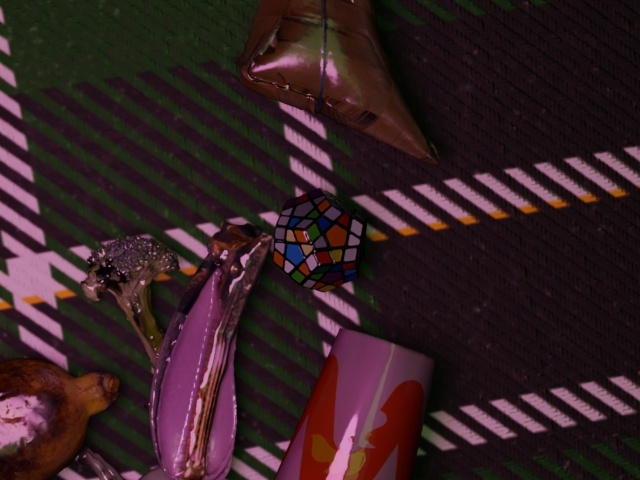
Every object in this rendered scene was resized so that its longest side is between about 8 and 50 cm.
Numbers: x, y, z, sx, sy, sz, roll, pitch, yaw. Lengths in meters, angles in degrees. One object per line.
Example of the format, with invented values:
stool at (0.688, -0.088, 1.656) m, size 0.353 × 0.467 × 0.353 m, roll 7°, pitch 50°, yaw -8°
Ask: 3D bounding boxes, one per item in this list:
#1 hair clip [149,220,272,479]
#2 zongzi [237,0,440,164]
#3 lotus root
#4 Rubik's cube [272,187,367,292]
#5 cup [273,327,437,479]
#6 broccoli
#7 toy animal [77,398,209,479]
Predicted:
hair clip at (-0.139, 0.143, 1.559) m, size 0.095 × 0.110 × 0.359 m, roll 13°, pitch 81°, yaw 23°
zongzi at (0.061, -0.266, 1.582) m, size 0.289 × 0.123 × 0.260 m, roll 20°, pitch 90°, yaw -5°
lotus root at (-0.397, 0.237, 1.542) m, size 0.314 × 0.141 × 0.169 m, roll -28°, pitch 90°, yaw -4°
Rubik's cube at (0.000, 0.000, 1.581) m, size 0.112 × 0.133 × 0.133 m, roll -25°, pitch 94°, yaw -46°
cup at (0.040, 0.267, 1.567) m, size 0.203 × 0.203 × 0.289 m, roll 20°, pitch 82°, yaw -5°
broccoli at (-0.225, 0.089, 1.585) m, size 0.122 × 0.118 × 0.204 m, roll -22°, pitch 109°, yaw -16°
toy animal at (-0.239, 0.319, 1.588) m, size 0.170 × 0.090 × 0.255 m, roll 37°, pitch 91°, yaw -12°
